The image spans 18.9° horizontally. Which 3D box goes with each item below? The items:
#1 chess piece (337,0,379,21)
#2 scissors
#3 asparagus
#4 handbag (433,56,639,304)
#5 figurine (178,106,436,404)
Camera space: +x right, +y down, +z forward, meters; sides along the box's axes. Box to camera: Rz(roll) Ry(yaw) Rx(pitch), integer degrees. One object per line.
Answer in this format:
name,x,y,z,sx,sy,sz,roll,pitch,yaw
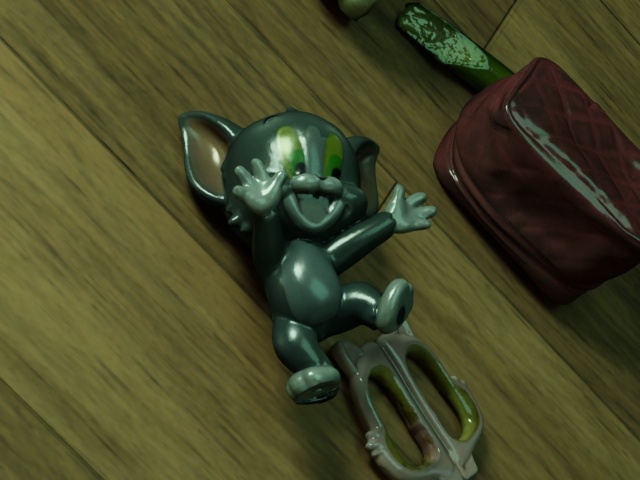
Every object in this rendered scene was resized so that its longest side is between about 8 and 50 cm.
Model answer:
chess piece,-0.018,-0.331,1.815,0.243,0.133,0.133,38,43,-10
scissors,0.119,0.210,1.653,0.160,0.024,0.317,-26,84,-51
asparagus,0.152,-0.179,1.929,0.178,0.041,0.045,35,36,-21
handbag,0.225,-0.056,1.851,0.225,0.135,0.146,44,42,-7
figurine,-0.001,0.005,1.590,0.193,0.140,0.265,-4,78,-21
